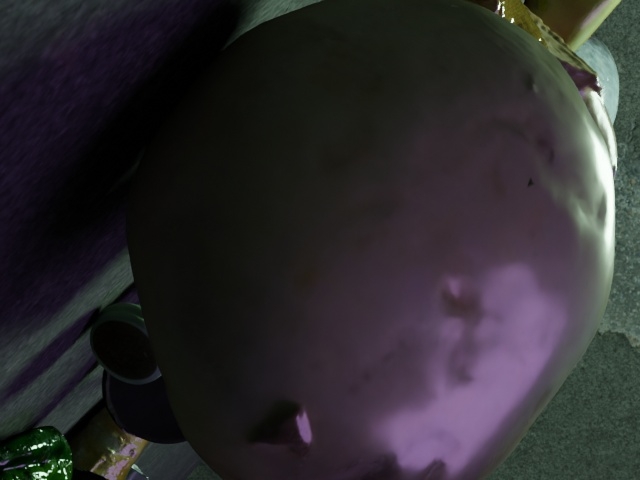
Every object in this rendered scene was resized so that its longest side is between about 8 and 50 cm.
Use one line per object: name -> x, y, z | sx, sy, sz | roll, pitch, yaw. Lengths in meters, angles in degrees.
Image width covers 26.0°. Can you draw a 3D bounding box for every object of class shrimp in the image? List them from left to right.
shrimp -> -0.247, 0.251, 1.403 | 0.317, 0.077, 0.168 | -49, 178, -20

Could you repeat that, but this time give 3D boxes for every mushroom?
mushroom -> 0.000, 0.000, 0.857 | 0.314, 0.314, 0.336 | -46, -154, -21

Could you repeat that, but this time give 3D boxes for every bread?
bread -> 0.328, -0.324, 1.714 | 0.213, 0.104, 0.213 | -51, 176, -5

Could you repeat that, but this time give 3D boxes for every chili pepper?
chili pepper -> -0.250, 0.200, 1.091 | 0.122, 0.065, 0.279 | -40, 176, 21

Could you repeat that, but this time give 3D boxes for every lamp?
lamp -> -0.112, 0.127, 1.363 | 0.130, 0.108, 0.371 | -58, 173, 0

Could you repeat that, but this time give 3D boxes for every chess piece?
chess piece -> -0.128, 0.057, 1.076 | 0.067, 0.067, 0.103 | -53, -179, 39

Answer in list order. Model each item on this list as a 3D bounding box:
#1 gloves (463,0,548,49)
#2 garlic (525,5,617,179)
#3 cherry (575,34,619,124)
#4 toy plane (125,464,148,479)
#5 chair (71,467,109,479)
gloves -> 0.103, -0.122, 1.108 | 0.203, 0.155, 0.356 | -50, 174, 23
garlic -> 0.187, -0.092, 1.516 | 0.325, 0.279, 0.132 | -59, -165, 21
cherry -> 0.326, -0.187, 2.078 | 0.296, 0.218, 0.255 | -62, 171, 18
toy plane -> -0.295, 0.378, 1.748 | 0.273, 0.107, 0.182 | -52, 180, -9
chair -> -0.289, 0.380, 1.104 | 0.401, 0.226, 0.226 | -37, 168, -46
